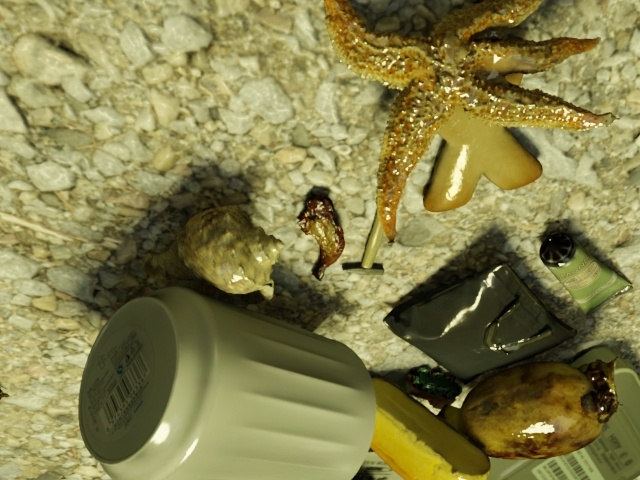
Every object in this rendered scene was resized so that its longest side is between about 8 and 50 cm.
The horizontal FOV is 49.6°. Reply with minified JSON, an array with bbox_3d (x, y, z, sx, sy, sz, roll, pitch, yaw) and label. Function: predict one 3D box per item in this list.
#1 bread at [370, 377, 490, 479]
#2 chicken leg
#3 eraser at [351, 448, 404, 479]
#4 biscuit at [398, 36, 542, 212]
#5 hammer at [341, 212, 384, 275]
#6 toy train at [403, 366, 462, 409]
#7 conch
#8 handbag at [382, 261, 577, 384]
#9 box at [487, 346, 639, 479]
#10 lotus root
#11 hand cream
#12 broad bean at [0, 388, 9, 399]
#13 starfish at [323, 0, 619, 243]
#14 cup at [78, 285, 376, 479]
[{"bbox_3d":[0.153,0.318,1.100,0.102,0.245,0.094,-21,136,-46],"label":"bread"},{"bbox_3d":[0.005,0.000,0.930,0.062,0.037,0.145,-1,131,16],"label":"chicken leg"},{"bbox_3d":[0.048,0.373,1.209,0.353,0.077,0.111,8,125,-20],"label":"eraser"},{"bbox_3d":[0.191,-0.133,0.861,0.164,0.047,0.207,-18,129,4],"label":"biscuit"},{"bbox_3d":[0.079,-0.031,0.937,0.062,0.013,0.198,3,127,-16],"label":"hammer"},{"bbox_3d":[0.187,0.251,1.170,0.103,0.044,0.064,20,131,-26],"label":"toy train"},{"bbox_3d":[-0.131,0.033,0.864,0.207,0.130,0.155,-16,117,23],"label":"conch"},{"bbox_3d":[0.251,0.134,1.062,0.211,0.088,0.254,-31,132,24],"label":"handbag"},{"bbox_3d":[0.460,0.402,1.301,0.373,0.090,0.367,-37,128,8],"label":"box"},{"bbox_3d":[0.330,0.277,1.103,0.314,0.141,0.169,-20,145,22],"label":"lotus root"},{"bbox_3d":[0.404,0.053,1.060,0.086,0.055,0.235,-38,134,20],"label":"hand cream"},{"bbox_3d":[-0.550,0.145,0.895,0.077,0.061,0.339,-31,129,26],"label":"broad bean"},{"bbox_3d":[0.175,-0.170,0.751,0.294,0.084,0.301,-15,101,3],"label":"starfish"},{"bbox_3d":[-0.146,0.209,0.924,0.323,0.236,0.327,-8,157,42],"label":"cup"}]
